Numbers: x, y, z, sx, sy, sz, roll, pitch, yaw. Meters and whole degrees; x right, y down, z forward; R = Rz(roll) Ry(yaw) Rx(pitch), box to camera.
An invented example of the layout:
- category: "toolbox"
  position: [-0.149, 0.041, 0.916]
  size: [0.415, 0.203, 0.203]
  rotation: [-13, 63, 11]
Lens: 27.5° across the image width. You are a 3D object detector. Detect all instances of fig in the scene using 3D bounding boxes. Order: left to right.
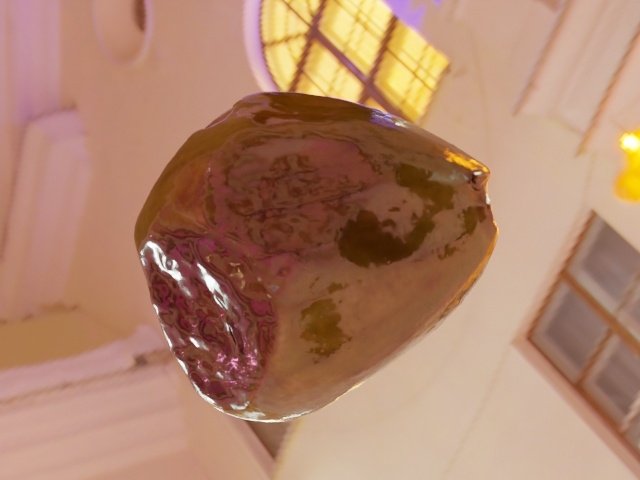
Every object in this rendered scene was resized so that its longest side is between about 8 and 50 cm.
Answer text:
- category: "fig"
  position: [0.000, 0.000, 0.617]
  size: [0.166, 0.154, 0.144]
  rotation: [-14, -59, 1]
